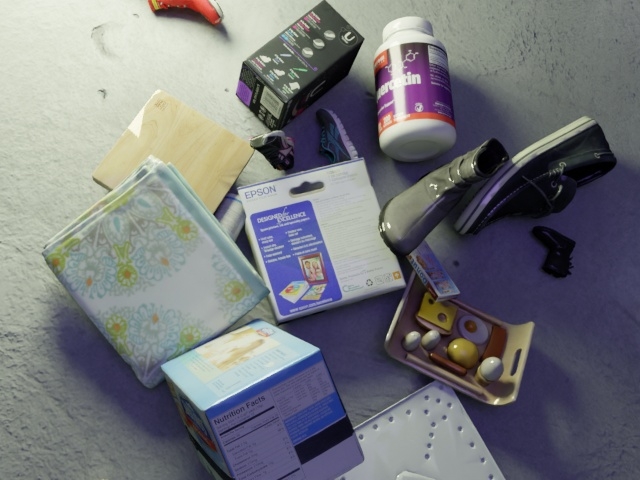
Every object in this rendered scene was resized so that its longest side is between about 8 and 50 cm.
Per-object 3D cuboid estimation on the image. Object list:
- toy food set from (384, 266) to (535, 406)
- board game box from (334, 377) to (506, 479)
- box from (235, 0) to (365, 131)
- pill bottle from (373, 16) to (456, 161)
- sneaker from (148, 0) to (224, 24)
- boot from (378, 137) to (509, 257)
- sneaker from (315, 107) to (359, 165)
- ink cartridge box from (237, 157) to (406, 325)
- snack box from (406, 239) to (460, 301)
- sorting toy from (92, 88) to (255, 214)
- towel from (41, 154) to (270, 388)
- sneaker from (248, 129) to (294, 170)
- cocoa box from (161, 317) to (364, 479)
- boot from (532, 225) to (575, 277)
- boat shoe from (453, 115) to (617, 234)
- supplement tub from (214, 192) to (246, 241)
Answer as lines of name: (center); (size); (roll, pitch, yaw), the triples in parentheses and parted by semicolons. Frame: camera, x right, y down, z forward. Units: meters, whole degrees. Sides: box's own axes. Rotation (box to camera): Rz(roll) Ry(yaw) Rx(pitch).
toy food set: (0.309, 0.204, 1.733); (0.306, 0.092, 0.220); (27, 54, -1)
board game box: (0.195, 0.546, 1.636); (0.390, 0.050, 0.390); (-26, 79, -20)
box: (-0.049, -0.405, 1.846); (0.143, 0.165, 0.270); (45, 68, 5)
pill bottle: (0.221, -0.363, 1.889); (0.181, 0.181, 0.323); (1, 71, -13)
sneaker: (-0.356, -0.588, 1.888); (0.279, 0.107, 0.118); (35, 85, 3)
boot: (0.274, -0.111, 1.737); (0.118, 0.223, 0.338); (48, 46, -10)
sneaker: (0.024, -0.237, 1.863); (0.076, 0.065, 0.166); (-26, 77, -16)
ink cartridge box: (0.000, 0.000, 1.732); (0.303, 0.072, 0.307); (-14, 77, -16)
snack box: (0.242, 0.060, 1.773); (0.064, 0.022, 0.178); (-5, 50, -32)
sorting toy: (-0.320, -0.156, 1.734); (0.255, 0.089, 0.257); (31, 67, -2)
towel: (-0.335, 0.059, 1.601); (0.320, 0.090, 0.374); (-39, 91, -1)
sneaker: (-0.097, -0.197, 1.771); (0.072, 0.178, 0.077); (-14, 83, 24)
cocoa box: (-0.119, 0.311, 1.450); (0.231, 0.347, 0.228); (-25, 103, -19)
boot: (0.559, 0.030, 1.910); (0.121, 0.045, 0.099); (25, 70, -6)
boat shoe: (0.525, -0.134, 1.886); (0.500, 0.187, 0.156); (-30, 74, -26)
supplement tub: (-0.202, -0.043, 1.733); (0.071, 0.071, 0.107); (28, 66, -3)
